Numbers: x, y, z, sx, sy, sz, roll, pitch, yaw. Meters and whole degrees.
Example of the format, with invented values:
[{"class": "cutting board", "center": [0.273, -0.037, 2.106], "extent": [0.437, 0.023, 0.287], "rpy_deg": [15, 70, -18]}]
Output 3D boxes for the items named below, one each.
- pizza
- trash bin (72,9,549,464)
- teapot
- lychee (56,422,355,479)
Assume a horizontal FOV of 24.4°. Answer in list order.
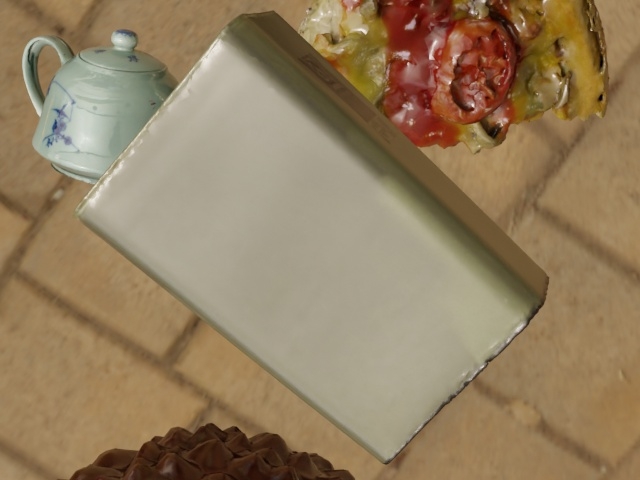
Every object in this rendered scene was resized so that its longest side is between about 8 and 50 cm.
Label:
[{"class": "pizza", "center": [0.101, -0.189, 1.590], "extent": [0.406, 0.130, 0.440], "rpy_deg": [-39, 126, 7]}, {"class": "trash bin", "center": [0.000, 0.000, 0.343], "extent": [0.092, 0.043, 0.061], "rpy_deg": [42, 105, 0]}, {"class": "teapot", "center": [-0.205, -0.140, 1.473], "extent": [0.232, 0.159, 0.159], "rpy_deg": [20, 113, 27]}, {"class": "lychee", "center": [-0.065, 0.232, 0.738], "extent": [0.275, 0.276, 0.304], "rpy_deg": [-22, 135, 14]}]
